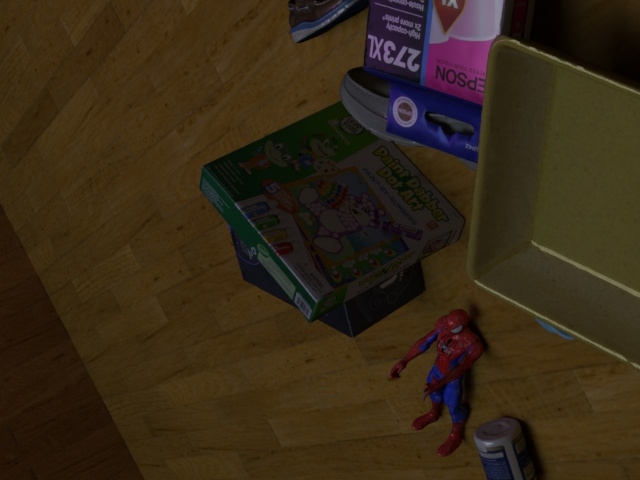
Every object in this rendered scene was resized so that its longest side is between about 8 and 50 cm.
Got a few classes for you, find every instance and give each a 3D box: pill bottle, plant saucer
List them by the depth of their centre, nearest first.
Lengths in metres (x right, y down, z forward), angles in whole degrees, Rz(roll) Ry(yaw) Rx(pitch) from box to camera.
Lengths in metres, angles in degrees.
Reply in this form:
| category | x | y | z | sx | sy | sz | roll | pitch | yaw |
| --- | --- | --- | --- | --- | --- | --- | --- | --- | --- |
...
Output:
| category | x | y | z | sx | sy | sz | roll | pitch | yaw |
| --- | --- | --- | --- | --- | --- | --- | --- | --- | --- |
| plant saucer | 0.314 | -0.027 | 1.238 | 0.332 | 0.081 | 0.333 | 28 | 139 | 28 |
| pill bottle | 0.257 | 0.309 | 1.708 | 0.067 | 0.067 | 0.120 | 8 | 121 | 58 |

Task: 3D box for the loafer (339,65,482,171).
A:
| category | x | y | z | sx | sy | sz | roll | pitch | yaw |
| --- | --- | --- | --- | --- | --- | --- | --- | --- | --- |
| loafer | 0.145 | -0.160 | 1.440 | 0.319 | 0.112 | 0.112 | 24 | 129 | 41 |

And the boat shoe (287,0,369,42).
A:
| category | x | y | z | sx | sy | sz | roll | pitch | yaw |
| --- | --- | --- | --- | --- | --- | --- | --- | --- | --- |
| boat shoe | 0.000 | -0.303 | 1.592 | 0.183 | 0.066 | 0.066 | -13 | 102 | 62 |

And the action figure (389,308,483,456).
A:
| category | x | y | z | sx | sy | sz | roll | pitch | yaw |
| --- | --- | --- | --- | --- | --- | --- | --- | --- | --- |
| action figure | 0.151 | 0.207 | 1.731 | 0.091 | 0.139 | 0.280 | 42 | 144 | 31 |

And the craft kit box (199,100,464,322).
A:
| category | x | y | z | sx | sy | sz | roll | pitch | yaw |
| --- | --- | --- | --- | --- | --- | --- | --- | --- | --- |
| craft kit box | 0.014 | -0.047 | 1.608 | 0.250 | 0.246 | 0.061 | 49 | 147 | 23 |

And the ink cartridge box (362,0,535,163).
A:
| category | x | y | z | sx | sy | sz | roll | pitch | yaw |
| --- | --- | --- | --- | --- | --- | --- | --- | --- | --- |
| ink cartridge box | 0.135 | -0.258 | 1.287 | 0.175 | 0.069 | 0.371 | 24 | 122 | 36 |

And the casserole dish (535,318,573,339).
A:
| category | x | y | z | sx | sy | sz | roll | pitch | yaw |
| --- | --- | --- | --- | --- | --- | --- | --- | --- | --- |
| casserole dish | 0.285 | 0.032 | 1.442 | 0.114 | 0.037 | 0.188 | 46 | 148 | 29 |

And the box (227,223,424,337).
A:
| category | x | y | z | sx | sy | sz | roll | pitch | yaw |
| --- | --- | --- | --- | --- | --- | --- | --- | --- | --- |
| box | 0.000 | 0.000 | 1.783 | 0.270 | 0.143 | 0.165 | 25 | 137 | 49 |
